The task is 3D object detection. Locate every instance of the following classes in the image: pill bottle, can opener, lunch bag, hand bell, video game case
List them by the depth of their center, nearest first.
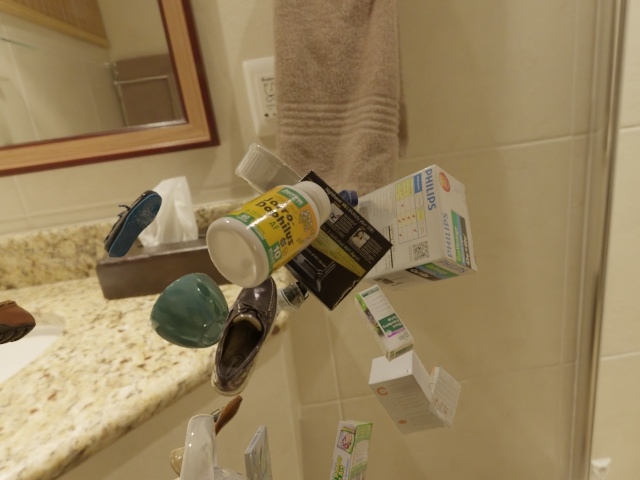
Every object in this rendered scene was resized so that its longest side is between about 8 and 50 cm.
[{"bbox_3d":[-0.074,-0.022,0.661,0.118,0.117,0.208,5,29,36],"label":"pill bottle"},{"bbox_3d":[-0.303,0.550,1.144,0.242,0.126,0.126,-52,26,-4],"label":"hand bell"},{"bbox_3d":[0.092,-0.155,1.552,0.065,0.067,0.098,2,-22,-35],"label":"lunch bag"},{"bbox_3d":[-0.437,0.767,1.703,0.093,0.074,0.280,-21,-13,-11],"label":"can opener"},{"bbox_3d":[-0.257,1.017,1.717,0.036,0.328,0.300,-9,-6,3],"label":"video game case"}]

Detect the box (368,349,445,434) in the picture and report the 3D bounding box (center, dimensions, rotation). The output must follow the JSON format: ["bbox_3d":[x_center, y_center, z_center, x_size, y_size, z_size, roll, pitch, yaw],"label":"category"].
[{"bbox_3d":[0.405,0.705,1.854,0.215,0.345,0.168,-24,19,24],"label":"box"}]

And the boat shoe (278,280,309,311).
[{"bbox_3d":[-0.100,0.235,1.692,0.119,0.121,0.335,-30,-5,1],"label":"boat shoe"}]

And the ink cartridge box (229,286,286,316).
[{"bbox_3d":[-0.351,0.377,2.041,0.331,0.071,0.324,-17,19,24],"label":"ink cartridge box"}]

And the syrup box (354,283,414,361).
[{"bbox_3d":[0.212,0.277,1.351,0.093,0.096,0.236,-24,54,-11],"label":"syrup box"}]

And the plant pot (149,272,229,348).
[{"bbox_3d":[-0.461,0.295,1.516,0.196,0.289,0.290,31,36,29],"label":"plant pot"}]

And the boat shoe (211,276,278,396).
[{"bbox_3d":[-0.154,0.184,0.857,0.103,0.092,0.285,20,54,-2],"label":"boat shoe"}]

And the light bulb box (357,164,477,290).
[{"bbox_3d":[0.345,-0.029,1.484,0.226,0.357,0.361,19,-28,-40],"label":"light bulb box"}]

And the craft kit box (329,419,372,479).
[{"bbox_3d":[0.085,0.639,1.119,0.061,0.246,0.250,7,-21,21],"label":"craft kit box"}]

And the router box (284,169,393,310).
[{"bbox_3d":[0.000,0.000,1.087,0.243,0.309,0.081,-45,-5,-9],"label":"router box"}]

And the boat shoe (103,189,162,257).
[{"bbox_3d":[-0.615,-0.065,1.268,0.089,0.258,0.109,41,0,27],"label":"boat shoe"}]

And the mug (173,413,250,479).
[{"bbox_3d":[-0.206,0.504,0.695,0.277,0.373,0.328,-2,-10,-11],"label":"mug"}]

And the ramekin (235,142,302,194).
[{"bbox_3d":[-0.201,-0.246,1.572,0.135,0.277,0.277,-53,25,-2],"label":"ramekin"}]

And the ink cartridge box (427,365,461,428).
[{"bbox_3d":[0.468,0.602,1.536,0.045,0.145,0.179,-20,33,53],"label":"ink cartridge box"}]

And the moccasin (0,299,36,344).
[{"bbox_3d":[-0.938,0.216,1.051,0.139,0.147,0.380,-41,-4,5],"label":"moccasin"}]
